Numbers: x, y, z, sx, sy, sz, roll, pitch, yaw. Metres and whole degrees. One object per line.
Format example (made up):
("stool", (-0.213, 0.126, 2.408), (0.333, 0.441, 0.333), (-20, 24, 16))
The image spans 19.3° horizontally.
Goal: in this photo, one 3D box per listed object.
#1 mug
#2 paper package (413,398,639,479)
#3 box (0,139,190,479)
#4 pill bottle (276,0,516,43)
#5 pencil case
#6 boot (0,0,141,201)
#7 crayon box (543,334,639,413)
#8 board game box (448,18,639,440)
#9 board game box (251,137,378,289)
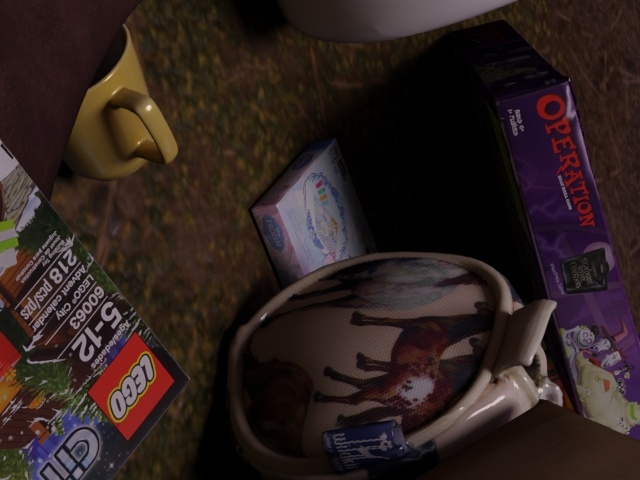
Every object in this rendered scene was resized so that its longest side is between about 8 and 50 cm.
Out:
("mug", (-0.105, -0.057, 0.879), (0.078, 0.062, 0.064), (-112, 178, -49))
("paper package", (0.066, 0.280, 0.817), (0.325, 0.168, 0.309), (-29, 109, -23))
("box", (-0.164, 0.081, 0.648), (0.233, 0.044, 0.159), (-52, 130, -22))
("pill bottle", (0.020, -0.333, 1.020), (0.229, 0.229, 0.408), (-51, 125, -54))
("pencil case", (0.102, 0.202, 1.041), (0.160, 0.183, 0.410), (-50, 126, -34))
("boot", (-0.118, -0.059, 0.784), (0.207, 0.090, 0.248), (-49, 117, -34))
("crayon box", (0.260, 0.139, 1.204), (0.081, 0.318, 0.202), (64, 32, -26))
("board game box", (0.139, -0.020, 1.175), (0.347, 0.056, 0.208), (-92, 169, -77))
("board game box", (0.000, 0.000, 1.092), (0.090, 0.020, 0.090), (-51, 125, -55))
